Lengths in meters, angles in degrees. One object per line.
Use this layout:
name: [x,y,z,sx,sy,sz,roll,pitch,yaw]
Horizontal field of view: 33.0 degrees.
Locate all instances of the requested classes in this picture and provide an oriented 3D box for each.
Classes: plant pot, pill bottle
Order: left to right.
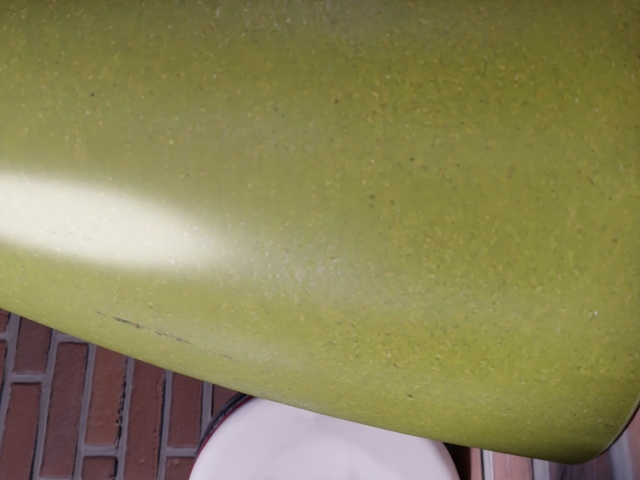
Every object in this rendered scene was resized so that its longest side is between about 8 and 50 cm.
plant pot: [-0.029,-0.046,0.479,0.275,0.293,0.275,-177,90,-85]
pill bottle: [-0.009,0.186,0.799,0.318,0.176,0.176,129,144,-83]
